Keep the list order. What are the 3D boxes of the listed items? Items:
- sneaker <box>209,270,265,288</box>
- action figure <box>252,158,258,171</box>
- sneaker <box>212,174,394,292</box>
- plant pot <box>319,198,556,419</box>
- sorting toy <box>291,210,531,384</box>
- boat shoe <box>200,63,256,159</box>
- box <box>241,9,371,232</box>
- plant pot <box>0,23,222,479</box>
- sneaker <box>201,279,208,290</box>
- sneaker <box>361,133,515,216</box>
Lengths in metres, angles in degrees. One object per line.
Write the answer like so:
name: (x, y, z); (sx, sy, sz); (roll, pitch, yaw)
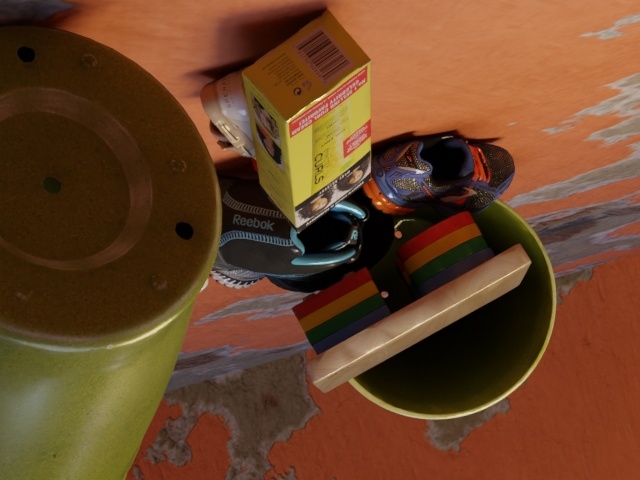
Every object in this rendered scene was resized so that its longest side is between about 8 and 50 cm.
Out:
sneaker: (-0.094, 0.002, 2.167); (0.092, 0.088, 0.225); (-20, 170, 30)
action figure: (-0.018, -0.079, 1.959); (0.038, 0.030, 0.115); (-27, 167, 38)
sneaker: (0.000, 0.000, 2.060); (0.139, 0.125, 0.341); (7, -176, 31)
plant pot: (0.121, 0.053, 2.397); (0.274, 0.275, 0.293); (-13, -172, -4)
sorting toy: (0.089, 0.060, 2.125); (0.255, 0.089, 0.257); (-29, 173, -1)
boat shoe: (-0.064, -0.102, 1.632); (0.059, 0.063, 0.170); (-12, 163, 4)
box: (-0.007, -0.089, 1.553); (0.087, 0.058, 0.232); (-36, 162, -12)
plant pot: (-0.243, 0.032, 1.400); (0.366, 0.366, 0.353); (-9, 158, -31)
sneaker: (-0.190, 0.065, 2.037); (0.104, 0.095, 0.236); (-56, -175, -13)
sneaker: (0.140, -0.072, 2.090); (0.221, 0.083, 0.087); (-10, 163, -48)
